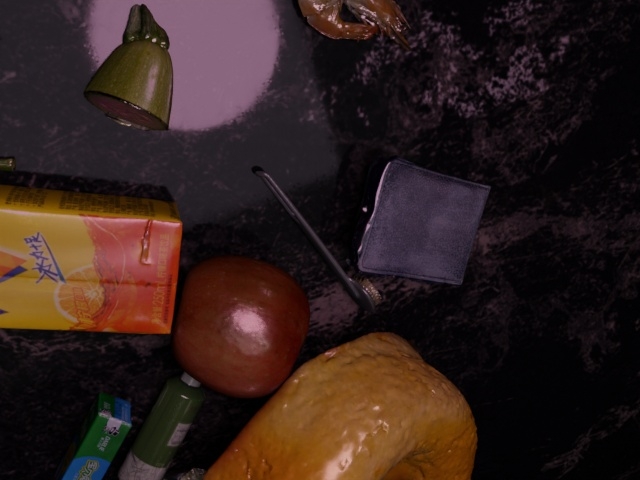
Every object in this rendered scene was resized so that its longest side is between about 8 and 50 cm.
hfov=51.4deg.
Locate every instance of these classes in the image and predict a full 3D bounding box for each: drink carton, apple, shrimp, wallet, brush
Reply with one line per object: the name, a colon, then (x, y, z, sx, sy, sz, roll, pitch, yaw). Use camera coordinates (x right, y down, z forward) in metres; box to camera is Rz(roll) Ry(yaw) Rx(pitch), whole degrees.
drink carton: (-0.350, 0.017, 0.787, 0.351, 0.111, 0.155, 5, 103, -18)
apple: (-0.104, 0.112, 0.859, 0.168, 0.181, 0.181, 14, 101, -13)
shrimp: (0.048, -0.297, 0.860, 0.180, 0.041, 0.099, 31, 95, -24)
wallet: (0.143, -0.024, 0.948, 0.222, 0.036, 0.167, 9, 99, -35)
brush: (0.000, 0.000, 0.928, 0.027, 0.062, 0.266, -45, 110, -18)

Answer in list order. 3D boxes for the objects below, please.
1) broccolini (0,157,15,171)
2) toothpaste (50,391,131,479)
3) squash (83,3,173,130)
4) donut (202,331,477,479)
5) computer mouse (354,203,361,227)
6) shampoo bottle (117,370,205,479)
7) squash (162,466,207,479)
broccolini: (-0.430, -0.090, 0.768, 0.140, 0.030, 0.035, 6, 60, -24)
toothpaste: (-0.341, 0.339, 0.907, 0.050, 0.065, 0.267, 28, 96, -20)
squash: (-0.209, -0.207, 0.788, 0.105, 0.105, 0.132, 22, 79, -22)
donut: (0.053, 0.324, 0.893, 0.435, 0.163, 0.378, -1, 112, -43)
computer mouse: (0.074, -0.023, 0.953, 0.056, 0.032, 0.110, 4, 108, -27)
shampoo bottle: (-0.209, 0.249, 0.927, 0.065, 0.065, 0.204, 26, 96, -23)
squash: (-0.191, 0.427, 0.986, 0.192, 0.085, 0.184, -40, 85, -9)
